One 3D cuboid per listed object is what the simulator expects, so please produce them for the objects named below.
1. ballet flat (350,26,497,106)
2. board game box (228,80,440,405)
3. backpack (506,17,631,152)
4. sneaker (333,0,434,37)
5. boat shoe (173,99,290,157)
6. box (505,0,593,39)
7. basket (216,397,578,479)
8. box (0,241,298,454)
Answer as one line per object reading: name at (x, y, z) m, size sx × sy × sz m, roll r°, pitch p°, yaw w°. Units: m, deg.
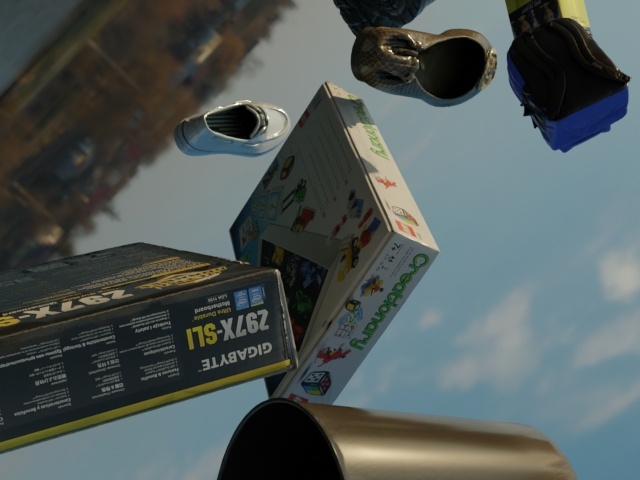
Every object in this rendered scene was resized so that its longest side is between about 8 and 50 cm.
ballet flat at (0.118, -0.173, 1.277) m, size 0.250 × 0.058 × 0.084 m, roll -2°, pitch 105°, yaw -56°
board game box at (0.000, 0.000, 1.176) m, size 0.193 × 0.053 × 0.305 m, roll -56°, pitch -155°, yaw 21°
backpack at (0.243, -0.158, 1.322) m, size 0.098 × 0.120 × 0.101 m, roll -24°, pitch 151°, yaw -9°
sneaker at (0.101, -0.309, 1.563) m, size 0.130 × 0.109 × 0.286 m, roll -35°, pitch -168°, yaw -14°
boat shoe at (-0.111, -0.166, 1.917) m, size 0.076 × 0.083 × 0.226 m, roll -22°, pitch 179°, yaw 43°
box at (0.279, -0.355, 1.672) m, size 0.058 × 0.232 × 0.087 m, roll 1°, pitch 163°, yaw -40°
basket at (0.060, 0.197, 0.887) m, size 0.154 × 0.227 × 0.204 m, roll 21°, pitch -72°, yaw 50°
box at (-0.217, 0.075, 0.877) m, size 0.322 × 0.079 × 0.257 m, roll -14°, pitch -168°, yaw -27°
